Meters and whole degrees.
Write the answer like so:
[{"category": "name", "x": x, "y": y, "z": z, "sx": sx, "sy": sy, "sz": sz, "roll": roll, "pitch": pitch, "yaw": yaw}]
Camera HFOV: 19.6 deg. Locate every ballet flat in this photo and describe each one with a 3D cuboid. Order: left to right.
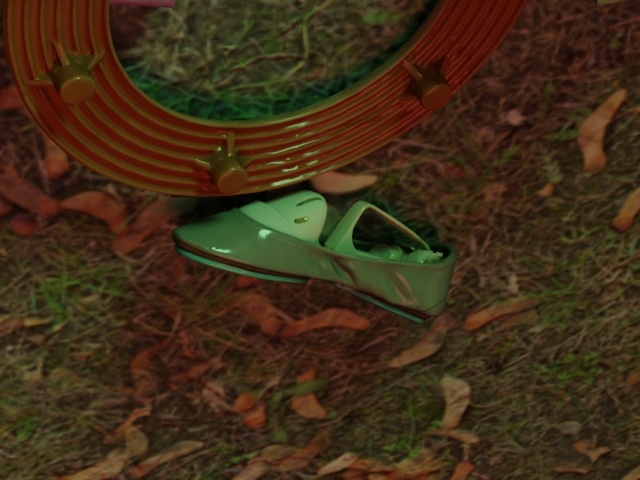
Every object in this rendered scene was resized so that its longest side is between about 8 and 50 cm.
[{"category": "ballet flat", "x": 0.000, "y": 0.000, "z": 1.222, "sx": 0.213, "sy": 0.072, "sz": 0.068, "roll": 16, "pitch": 99, "yaw": -33}]

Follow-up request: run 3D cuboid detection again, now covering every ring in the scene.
[{"category": "ring", "x": -0.014, "y": -0.144, "z": 1.055, "sx": 0.337, "sy": 0.032, "sz": 0.336, "roll": -16, "pitch": 139, "yaw": -15}]

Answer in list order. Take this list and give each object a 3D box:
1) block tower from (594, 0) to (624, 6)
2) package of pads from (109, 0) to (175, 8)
[{"category": "block tower", "x": 0.166, "y": -0.274, "z": 0.940, "sx": 0.097, "sy": 0.091, "sz": 0.335, "roll": -11, "pitch": 129, "yaw": 4}, {"category": "package of pads", "x": -0.098, "y": -0.169, "z": 1.030, "sx": 0.050, "sy": 0.032, "sz": 0.083, "roll": -1, "pitch": 135, "yaw": -25}]
